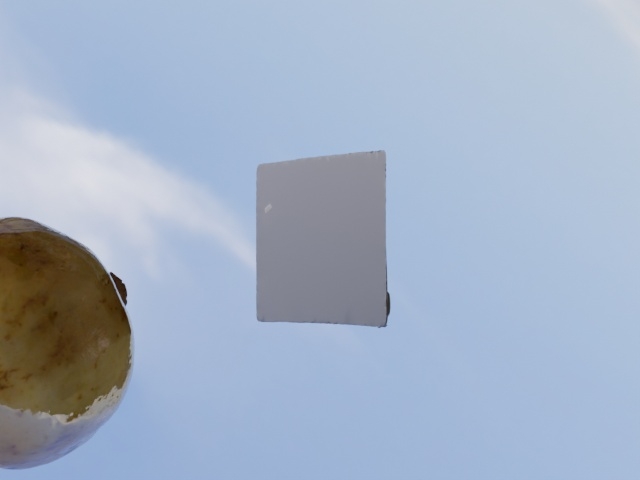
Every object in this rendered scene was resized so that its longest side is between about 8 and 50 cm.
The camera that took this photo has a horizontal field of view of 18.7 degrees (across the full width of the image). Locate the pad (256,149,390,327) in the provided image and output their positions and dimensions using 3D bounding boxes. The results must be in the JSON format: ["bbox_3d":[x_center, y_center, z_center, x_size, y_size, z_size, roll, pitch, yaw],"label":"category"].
[{"bbox_3d":[-0.001,0.000,1.839,0.009,0.159,0.265,0,179,-28],"label":"pad"}]

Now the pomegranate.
[{"bbox_3d":[-0.261,0.086,1.683,0.215,0.215,0.215,35,-159,-16],"label":"pomegranate"}]
